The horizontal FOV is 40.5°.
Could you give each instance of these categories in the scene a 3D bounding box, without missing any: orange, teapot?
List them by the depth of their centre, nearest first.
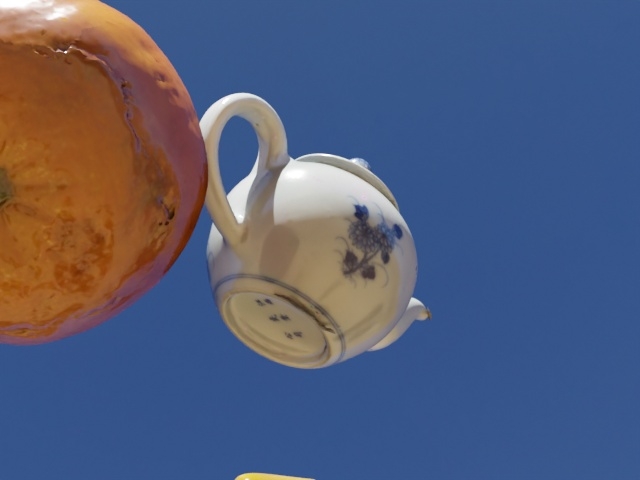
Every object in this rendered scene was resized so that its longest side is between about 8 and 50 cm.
[{"bbox_3d":[-0.233,-0.061,0.684,0.283,0.226,0.284,-3,-73,-10],"label":"orange"},{"bbox_3d":[0.000,0.000,1.047,0.252,0.280,0.424,-12,-50,43],"label":"teapot"}]

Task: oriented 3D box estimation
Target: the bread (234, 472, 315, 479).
[{"bbox_3d":[-0.055,0.314,1.045,0.103,0.062,0.049,12,-31,-22],"label":"bread"}]
